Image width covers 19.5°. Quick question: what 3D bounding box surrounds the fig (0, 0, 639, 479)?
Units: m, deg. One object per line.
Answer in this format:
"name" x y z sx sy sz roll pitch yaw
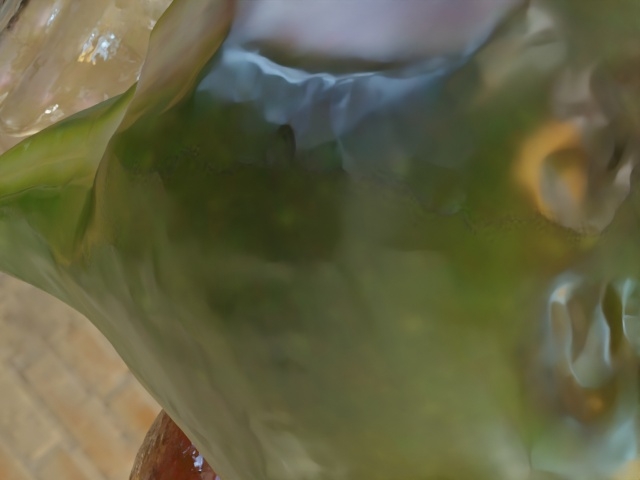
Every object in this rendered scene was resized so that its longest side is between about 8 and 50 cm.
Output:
"fig" 0.000 0.000 0.542 0.275 0.206 0.206 0 -49 39

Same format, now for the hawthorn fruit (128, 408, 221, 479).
"hawthorn fruit" -0.004 0.139 0.982 0.215 0.215 0.249 114 -32 -70

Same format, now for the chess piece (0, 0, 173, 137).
"chess piece" -0.060 -0.072 1.160 0.307 0.138 0.124 29 -20 -16
